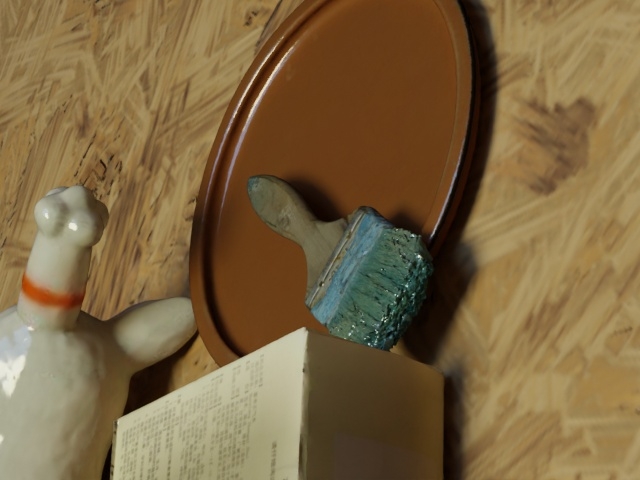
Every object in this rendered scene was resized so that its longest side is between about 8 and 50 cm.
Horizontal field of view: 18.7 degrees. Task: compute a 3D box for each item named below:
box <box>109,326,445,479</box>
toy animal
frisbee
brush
[{"bbox_3d":[-0.024,0.169,0.921,0.168,0.095,0.212,-30,50,47],"label":"box"},{"bbox_3d":[-0.177,0.100,1.153,0.138,0.140,0.282,22,95,49],"label":"toy animal"},{"bbox_3d":[0.005,-0.037,1.065,0.251,0.021,0.250,-33,47,44],"label":"frisbee"},{"bbox_3d":[0.000,0.000,1.012,0.070,0.021,0.196,-61,33,8],"label":"brush"}]
